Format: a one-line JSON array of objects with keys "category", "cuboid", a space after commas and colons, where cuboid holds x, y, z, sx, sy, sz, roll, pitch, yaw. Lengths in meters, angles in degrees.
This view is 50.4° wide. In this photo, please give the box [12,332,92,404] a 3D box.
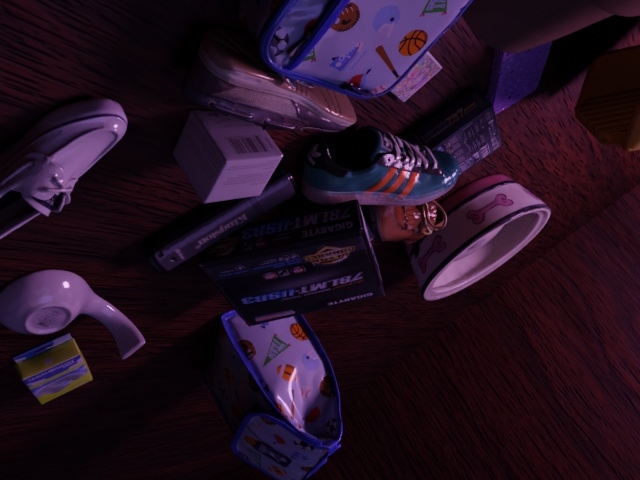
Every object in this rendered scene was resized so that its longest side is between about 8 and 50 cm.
[{"category": "box", "cuboid": [-0.497, 0.243, 1.276, 0.109, 0.042, 0.178, -25, 158, -20]}]

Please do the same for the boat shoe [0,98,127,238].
[{"category": "boat shoe", "cuboid": [-0.329, -0.066, 0.796, 0.258, 0.084, 0.095, -34, 158, 3]}]

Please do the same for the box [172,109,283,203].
[{"category": "box", "cuboid": [-0.129, -0.119, 0.939, 0.101, 0.102, 0.087, -13, 149, -42]}]

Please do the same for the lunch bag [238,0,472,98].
[{"category": "lunch bag", "cuboid": [0.055, -0.301, 0.776, 0.243, 0.115, 0.303, 8, 134, -45]}]

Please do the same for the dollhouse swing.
[{"category": "dollhouse swing", "cuboid": [0.658, -0.383, 1.289, 0.315, 0.305, 0.347, -10, -156, 10]}]

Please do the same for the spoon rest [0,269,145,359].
[{"category": "spoon rest", "cuboid": [-0.408, 0.119, 1.118, 0.137, 0.084, 0.276, -37, 145, 7]}]

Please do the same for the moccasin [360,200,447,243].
[{"category": "moccasin", "cuboid": [0.180, -0.063, 1.402, 0.147, 0.139, 0.380, -24, 161, 18]}]

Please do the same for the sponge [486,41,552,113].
[{"category": "sponge", "cuboid": [0.375, -0.327, 1.288, 0.117, 0.031, 0.210, -31, 158, -6]}]

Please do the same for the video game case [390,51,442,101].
[{"category": "video game case", "cuboid": [0.144, -0.275, 1.107, 0.087, 0.011, 0.122, -40, 157, 18]}]

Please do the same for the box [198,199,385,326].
[{"category": "box", "cuboid": [-0.043, 0.053, 1.280, 0.295, 0.073, 0.293, -12, 149, 6]}]

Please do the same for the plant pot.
[{"category": "plant pot", "cuboid": [0.297, -0.366, 0.870, 0.263, 0.263, 0.229, -18, 173, -33]}]

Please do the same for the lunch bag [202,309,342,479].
[{"category": "lunch bag", "cuboid": [-0.110, 0.377, 1.628, 0.239, 0.385, 0.328, -21, 156, -29]}]

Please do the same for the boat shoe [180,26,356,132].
[{"category": "boat shoe", "cuboid": [-0.062, -0.191, 0.892, 0.092, 0.103, 0.285, -38, 156, 28]}]

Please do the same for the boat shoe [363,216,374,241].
[{"category": "boat shoe", "cuboid": [0.000, 0.000, 1.415, 0.226, 0.076, 0.083, -18, 110, -14]}]

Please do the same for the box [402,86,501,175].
[{"category": "box", "cuboid": [0.269, -0.195, 1.382, 0.183, 0.059, 0.232, -37, 159, 9]}]

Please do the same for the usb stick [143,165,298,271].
[{"category": "usb stick", "cuboid": [-0.164, -0.036, 1.141, 0.278, 0.045, 0.077, -31, 159, -5]}]

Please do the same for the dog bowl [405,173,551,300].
[{"category": "dog bowl", "cuboid": [0.407, -0.014, 1.833, 0.408, 0.150, 0.408, -28, 158, -12]}]

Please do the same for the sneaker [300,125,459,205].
[{"category": "sneaker", "cuboid": [0.118, -0.135, 1.183, 0.302, 0.108, 0.121, -7, 140, -20]}]
